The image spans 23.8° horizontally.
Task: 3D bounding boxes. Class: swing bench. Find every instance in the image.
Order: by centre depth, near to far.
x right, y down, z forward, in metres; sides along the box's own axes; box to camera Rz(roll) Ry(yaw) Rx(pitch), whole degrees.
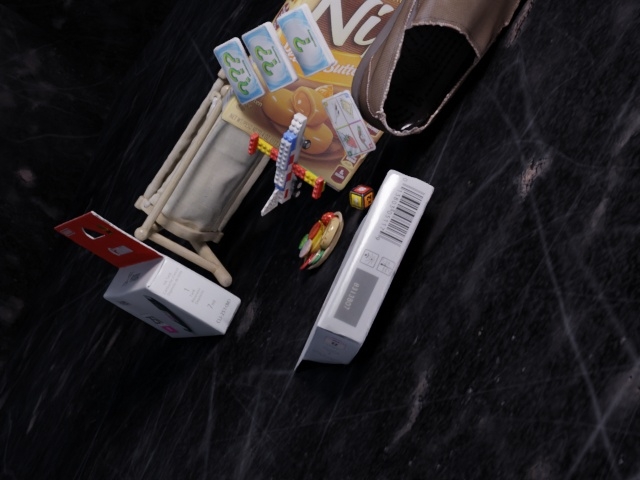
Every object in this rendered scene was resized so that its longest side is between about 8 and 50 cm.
[{"bbox_3d":[-0.143,-0.105,2.214,0.253,0.165,0.254,-57,16,10],"label":"swing bench"}]

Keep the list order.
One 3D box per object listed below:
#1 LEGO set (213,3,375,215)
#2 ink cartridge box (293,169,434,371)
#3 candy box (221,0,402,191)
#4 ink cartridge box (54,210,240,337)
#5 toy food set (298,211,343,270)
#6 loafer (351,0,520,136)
[{"bbox_3d":[-0.032,-0.134,1.778,0.182,0.244,0.060,-16,13,49],"label":"LEGO set"},{"bbox_3d":[0.042,0.046,1.623,0.232,0.066,0.189,102,-167,-71],"label":"ink cartridge box"},{"bbox_3d":[0.036,-0.241,1.874,0.316,0.183,0.087,-54,17,19],"label":"candy box"},{"bbox_3d":[-0.260,0.054,2.142,0.060,0.239,0.275,-63,16,-14],"label":"ink cartridge box"},{"bbox_3d":[0.000,0.000,1.849,0.082,0.020,0.083,-54,17,18],"label":"toy food set"},{"bbox_3d":[0.160,-0.257,1.663,0.130,0.134,0.366,-102,35,-61],"label":"loafer"}]
